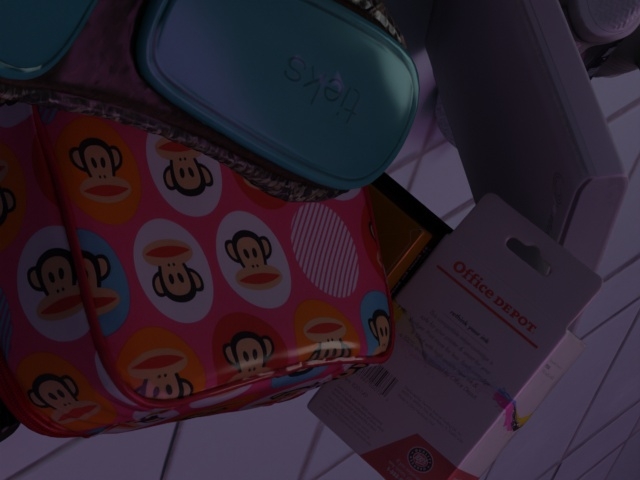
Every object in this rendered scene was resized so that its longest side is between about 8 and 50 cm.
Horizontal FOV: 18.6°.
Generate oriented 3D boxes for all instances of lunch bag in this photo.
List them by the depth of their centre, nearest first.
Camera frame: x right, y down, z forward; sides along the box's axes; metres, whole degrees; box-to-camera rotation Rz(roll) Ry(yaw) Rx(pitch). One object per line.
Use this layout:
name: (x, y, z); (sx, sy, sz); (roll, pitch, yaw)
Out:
lunch bag: (-0.089, -0.020, 1.213); (0.120, 0.258, 0.293); (-21, 169, 38)

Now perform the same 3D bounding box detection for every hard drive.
hard drive: (0.144, -0.099, 1.443); (0.040, 0.307, 0.203); (-5, 142, -12)

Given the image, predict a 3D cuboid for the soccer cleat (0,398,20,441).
soccer cleat: (-0.307, 0.110, 1.201); (0.116, 0.108, 0.318); (-34, 168, 24)

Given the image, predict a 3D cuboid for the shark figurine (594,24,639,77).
shark figurine: (0.316, -0.253, 1.771); (0.278, 0.116, 0.166); (-48, -167, 18)

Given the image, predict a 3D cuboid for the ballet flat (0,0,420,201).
ballet flat: (-0.128, -0.143, 0.968); (0.483, 0.182, 0.164); (28, 89, -56)

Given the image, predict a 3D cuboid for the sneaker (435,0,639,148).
sneaker: (0.219, -0.173, 1.712); (0.268, 0.101, 0.153); (-46, 159, 7)

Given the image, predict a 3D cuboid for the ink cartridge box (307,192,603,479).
ink cartridge box: (0.100, 0.078, 1.350); (0.198, 0.115, 0.067); (-50, 157, 3)

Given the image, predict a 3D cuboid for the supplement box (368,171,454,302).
supplement box: (0.000, 0.000, 1.448); (0.129, 0.191, 0.194); (-52, 159, 7)
